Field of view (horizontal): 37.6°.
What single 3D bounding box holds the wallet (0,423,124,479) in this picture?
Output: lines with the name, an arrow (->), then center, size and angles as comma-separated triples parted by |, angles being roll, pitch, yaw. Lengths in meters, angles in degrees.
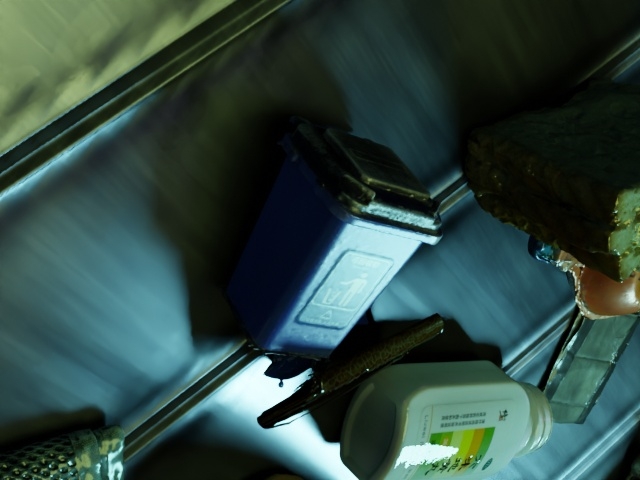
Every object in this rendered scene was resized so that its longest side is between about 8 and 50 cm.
wallet -> -0.369, 0.346, 1.019 | 0.342, 0.075, 0.237 | -12, 118, -31

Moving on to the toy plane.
toy plane -> -0.002, 0.125, 1.185 | 0.167, 0.054, 0.062 | -29, 103, -20

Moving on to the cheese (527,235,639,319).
cheese -> 0.425, 0.015, 1.383 | 0.329, 0.129, 0.217 | 18, 103, -42

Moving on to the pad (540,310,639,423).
pad -> 0.446, 0.212, 1.587 | 0.174, 0.022, 0.233 | 11, 109, -41

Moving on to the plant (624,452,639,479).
plant -> 0.684, 0.498, 1.823 | 0.234, 0.178, 0.204 | 10, 110, -46

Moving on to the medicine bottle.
medicine bottle -> 0.192, 0.265, 1.359 | 0.324, 0.124, 0.179 | 4, 112, -40

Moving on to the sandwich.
sandwich -> 0.388, -0.102, 1.197 | 0.325, 0.262, 0.131 | -23, 125, -25

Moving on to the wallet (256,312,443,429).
wallet -> 0.042, 0.161, 1.158 | 0.243, 0.039, 0.133 | -19, 166, -47

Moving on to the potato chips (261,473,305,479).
potato chips -> -0.062, 0.403, 1.297 | 0.150, 0.049, 0.202 | -18, 130, -22

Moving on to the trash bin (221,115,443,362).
trash bin -> 0.000, 0.000, 1.045 | 0.162, 0.184, 0.235 | 12, 119, -37
